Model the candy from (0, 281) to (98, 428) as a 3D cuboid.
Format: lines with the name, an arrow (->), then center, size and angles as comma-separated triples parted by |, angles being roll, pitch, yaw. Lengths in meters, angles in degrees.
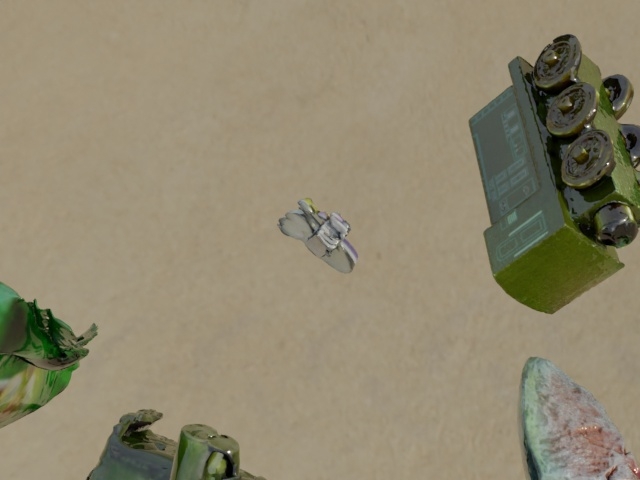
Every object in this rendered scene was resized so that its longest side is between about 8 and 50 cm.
candy -> -0.179, 0.048, 0.419 | 0.203, 0.141, 0.078 | -13, 63, -10

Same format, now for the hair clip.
hair clip -> 0.001, 0.000, 1.589 | 0.049, 0.172, 0.116 | -40, 91, -13

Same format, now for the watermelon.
watermelon -> 0.208, 0.181, 1.018 | 0.094, 0.081, 0.180 | -28, 75, -1

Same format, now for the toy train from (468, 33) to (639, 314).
toy train -> 0.190, -0.063, 0.975 | 0.137, 0.090, 0.225 | -39, 35, 30

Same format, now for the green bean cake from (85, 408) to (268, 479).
green bean cake -> -0.135, 0.361, 1.493 | 0.319, 0.335, 0.218 | 24, 86, -1

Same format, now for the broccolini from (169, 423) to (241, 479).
broccolini -> -0.104, 0.135, 0.487 | 0.062, 0.271, 0.123 | -10, 58, -46
